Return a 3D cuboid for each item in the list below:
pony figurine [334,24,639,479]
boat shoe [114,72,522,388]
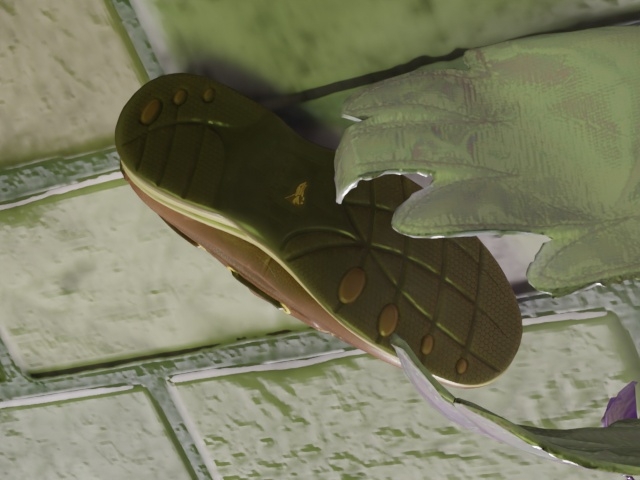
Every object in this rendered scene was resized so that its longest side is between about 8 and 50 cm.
[{"bbox_3d":[0.196,0.042,0.545,0.351,0.303,0.364,-13,114,-1],"label":"pony figurine"},{"bbox_3d":[-0.001,0.000,0.733,0.178,0.064,0.060,33,161,8],"label":"boat shoe"}]
